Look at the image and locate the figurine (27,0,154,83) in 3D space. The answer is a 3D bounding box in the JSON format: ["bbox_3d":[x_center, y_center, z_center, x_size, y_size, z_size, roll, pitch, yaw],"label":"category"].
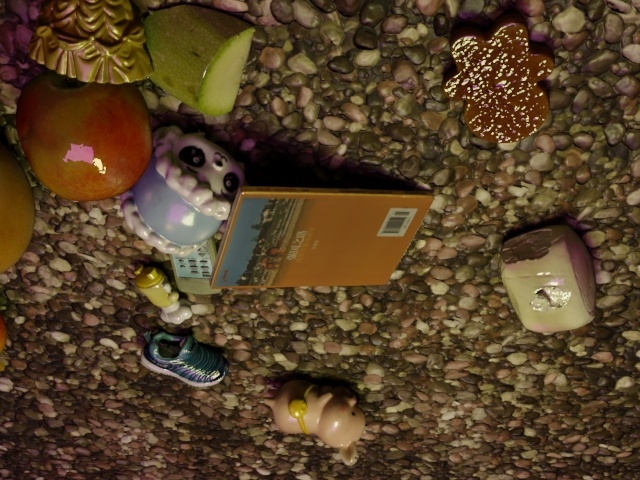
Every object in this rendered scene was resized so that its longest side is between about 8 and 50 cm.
[{"bbox_3d":[-0.321,-0.403,1.157,0.187,0.168,0.315,36,132,27],"label":"figurine"}]

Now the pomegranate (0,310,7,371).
[{"bbox_3d":[-0.797,0.218,1.796,0.220,0.221,0.257,-12,140,19],"label":"pomegranate"}]

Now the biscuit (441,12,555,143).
[{"bbox_3d":[0.284,-0.250,1.294,0.179,0.039,0.236,-12,134,15],"label":"biscuit"}]

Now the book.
[{"bbox_3d":[0.000,0.000,1.508,0.373,0.028,0.263,1,140,-23],"label":"book"}]

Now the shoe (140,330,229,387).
[{"bbox_3d":[-0.308,0.265,1.859,0.207,0.092,0.106,18,141,-6],"label":"shoe"}]

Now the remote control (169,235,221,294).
[{"bbox_3d":[-0.258,0.023,1.645,0.098,0.038,0.234,1,135,5],"label":"remote control"}]

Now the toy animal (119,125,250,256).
[{"bbox_3d":[-0.239,-0.082,1.443,0.208,0.156,0.204,38,124,-24],"label":"toy animal"}]

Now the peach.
[{"bbox_3d":[-0.384,-0.177,1.329,0.230,0.231,0.231,4,136,4],"label":"peach"}]

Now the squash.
[{"bbox_3d":[-0.214,-0.275,1.298,0.184,0.085,0.192,14,134,-8],"label":"squash"}]

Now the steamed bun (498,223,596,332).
[{"bbox_3d":[0.438,0.095,1.548,0.169,0.153,0.239,-15,129,22],"label":"steamed bun"}]

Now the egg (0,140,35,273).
[{"bbox_3d":[-0.663,-0.078,1.414,0.282,0.283,0.351,-18,131,24],"label":"egg"}]

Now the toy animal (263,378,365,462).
[{"bbox_3d":[-0.013,0.405,1.924,0.248,0.165,0.149,24,118,1],"label":"toy animal"}]

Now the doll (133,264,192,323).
[{"bbox_3d":[-0.334,0.115,1.728,0.106,0.062,0.162,10,143,39],"label":"doll"}]
